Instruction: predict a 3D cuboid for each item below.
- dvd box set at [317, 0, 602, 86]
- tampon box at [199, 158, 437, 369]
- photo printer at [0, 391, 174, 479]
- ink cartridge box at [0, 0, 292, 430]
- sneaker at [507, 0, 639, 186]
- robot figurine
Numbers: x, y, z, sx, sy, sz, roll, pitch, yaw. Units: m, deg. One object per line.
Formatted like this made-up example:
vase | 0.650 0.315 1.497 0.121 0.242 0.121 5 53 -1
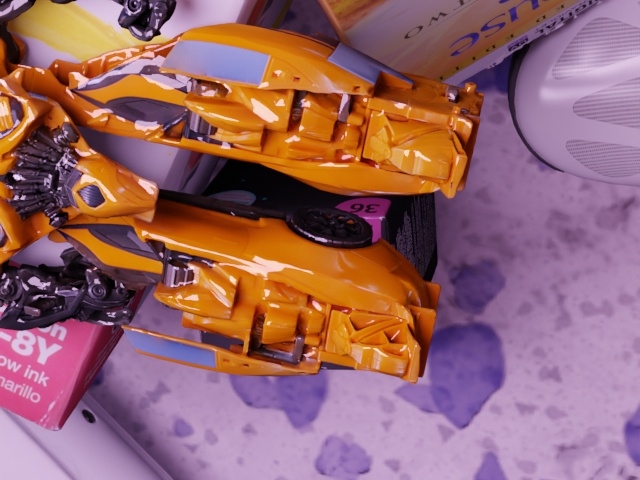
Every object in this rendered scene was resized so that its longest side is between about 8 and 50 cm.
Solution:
dvd box set | 0.119 -0.201 0.921 0.308 0.420 0.062 -31 77 2
tampon box | 0.000 0.000 1.207 0.120 0.161 0.101 0 112 13
photo printer | -0.222 0.207 1.327 0.256 0.107 0.307 -40 98 24
ink cartridge box | -0.110 -0.132 1.111 0.160 0.279 0.384 26 116 1
sneaker | 0.304 -0.090 1.043 0.447 0.257 0.169 -9 110 17
robot figurine | -0.078 -0.031 0.950 0.291 0.085 0.211 11 114 3
